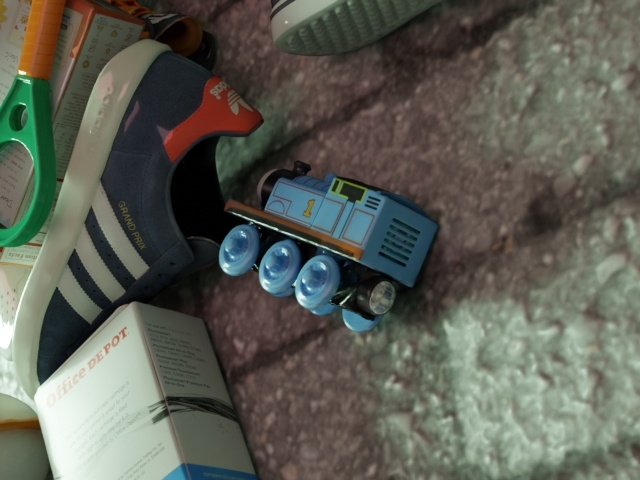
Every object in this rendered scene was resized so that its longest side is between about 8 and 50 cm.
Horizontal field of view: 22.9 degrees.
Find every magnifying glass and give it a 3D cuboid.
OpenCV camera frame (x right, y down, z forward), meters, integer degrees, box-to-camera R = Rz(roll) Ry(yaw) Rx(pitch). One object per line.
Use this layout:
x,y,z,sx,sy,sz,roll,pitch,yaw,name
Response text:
-0.237,-0.108,1.281,0.092,0.026,0.231,15,96,39,magnifying glass

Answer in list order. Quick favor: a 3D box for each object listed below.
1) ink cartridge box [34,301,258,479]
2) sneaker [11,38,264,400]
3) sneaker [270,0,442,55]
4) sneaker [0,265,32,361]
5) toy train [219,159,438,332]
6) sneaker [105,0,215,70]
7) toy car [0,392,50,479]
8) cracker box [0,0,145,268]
-0.140,0.175,1.278,0.148,0.086,0.203,-42,51,29,ink cartridge box
-0.147,0.014,1.319,0.148,0.131,0.350,25,119,7,sneaker
0.074,-0.242,1.155,0.321,0.126,0.127,-17,72,43,sneaker
-0.334,-0.009,1.490,0.111,0.129,0.297,-48,56,32,sneaker
0.000,0.000,1.199,0.184,0.080,0.105,21,84,49,toy train
-0.177,-0.213,1.423,0.180,0.124,0.321,-8,83,40,sneaker
-0.332,0.202,1.399,0.238,0.210,0.219,-34,66,19,toy car
-0.258,-0.112,1.354,0.155,0.067,0.232,32,104,37,cracker box
